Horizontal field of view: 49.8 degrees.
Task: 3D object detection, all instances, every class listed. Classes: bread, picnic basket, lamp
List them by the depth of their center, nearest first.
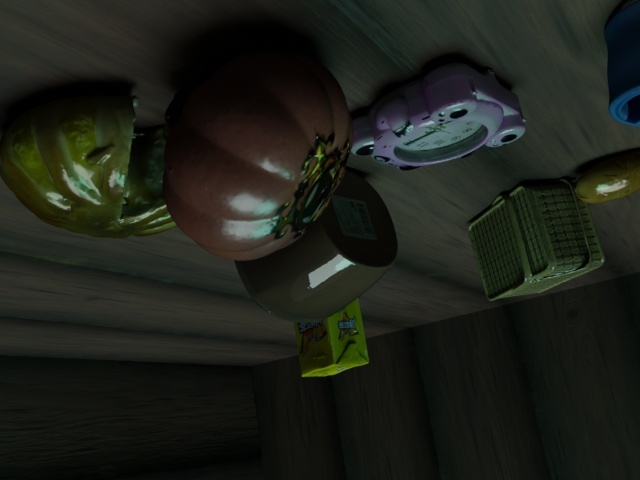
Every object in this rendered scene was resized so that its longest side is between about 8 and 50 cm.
[{"bbox_3d":[-0.097,-0.124,0.957,0.305,0.240,0.305,-48,160,-24],"label":"lamp"},{"bbox_3d":[-0.332,-0.094,1.072,0.333,0.160,0.333,-7,163,-2],"label":"bread"},{"bbox_3d":[0.669,-0.137,1.552,0.189,0.077,0.114,-22,134,19],"label":"bread"},{"bbox_3d":[0.519,0.003,1.713,0.175,0.228,0.313,-6,164,-18],"label":"picnic basket"}]

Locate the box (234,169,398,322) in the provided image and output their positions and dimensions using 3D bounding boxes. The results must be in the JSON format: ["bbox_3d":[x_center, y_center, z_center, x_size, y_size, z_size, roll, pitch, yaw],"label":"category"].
[{"bbox_3d":[0.000,0.000,1.372,0.216,0.301,0.301,-31,154,34],"label":"box"}]

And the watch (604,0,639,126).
[{"bbox_3d":[0.528,-0.253,0.935,0.275,0.241,0.305,-3,168,31],"label":"watch"}]

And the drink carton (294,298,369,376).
[{"bbox_3d":[0.008,0.144,1.680,0.111,0.351,0.154,3,159,-35],"label":"drink carton"}]

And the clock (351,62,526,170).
[{"bbox_3d":[0.186,-0.193,1.145,0.248,0.090,0.228,-21,159,38],"label":"clock"}]
